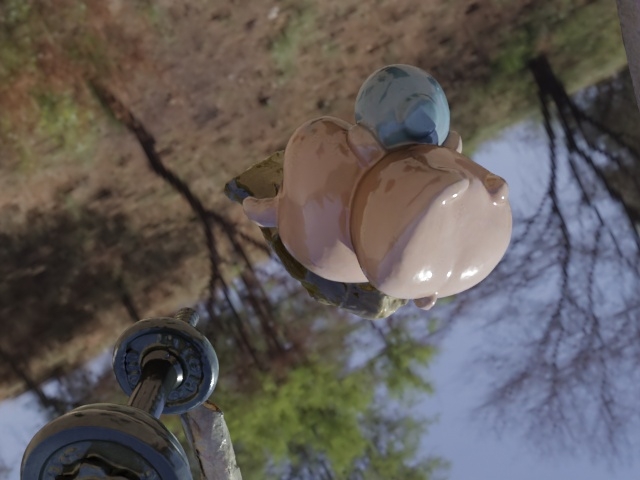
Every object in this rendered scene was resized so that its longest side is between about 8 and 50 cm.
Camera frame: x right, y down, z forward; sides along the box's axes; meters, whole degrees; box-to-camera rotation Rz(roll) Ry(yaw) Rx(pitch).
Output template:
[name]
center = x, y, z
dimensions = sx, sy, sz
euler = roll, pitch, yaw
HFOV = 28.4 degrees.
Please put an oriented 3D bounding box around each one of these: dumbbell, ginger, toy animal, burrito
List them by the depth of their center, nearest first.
[dumbbell]
center = -0.120, 0.115, 0.856
dimensions = 0.110, 0.110, 0.254
euler = -23, -160, 18
[toy animal]
center = 0.076, -0.031, 1.278
dimensions = 0.210, 0.221, 0.229
euler = -1, 142, -39
[burrito]
center = -0.124, 0.223, 1.404
dimensions = 0.055, 0.149, 0.041
euler = -15, -163, 8
[ginger]
center = 0.000, 0.000, 1.566
dimensions = 0.109, 0.263, 0.116
euler = -41, 166, -31

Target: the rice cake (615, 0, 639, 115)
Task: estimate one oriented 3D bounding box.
[rice cake]
center = 0.387, -0.136, 1.382
dimensions = 0.056, 0.365, 0.072
euler = -27, -156, -13
